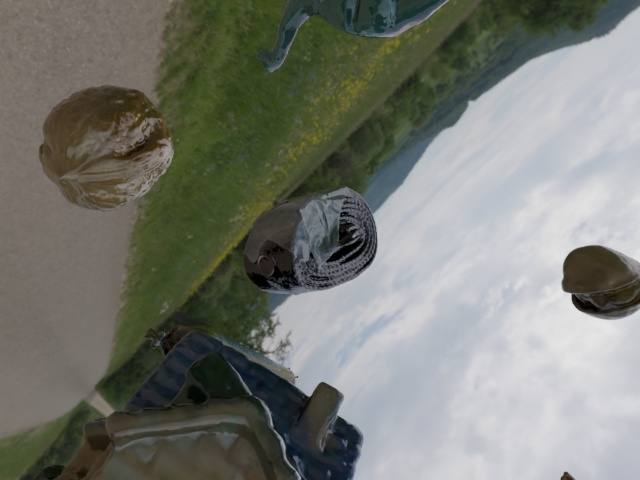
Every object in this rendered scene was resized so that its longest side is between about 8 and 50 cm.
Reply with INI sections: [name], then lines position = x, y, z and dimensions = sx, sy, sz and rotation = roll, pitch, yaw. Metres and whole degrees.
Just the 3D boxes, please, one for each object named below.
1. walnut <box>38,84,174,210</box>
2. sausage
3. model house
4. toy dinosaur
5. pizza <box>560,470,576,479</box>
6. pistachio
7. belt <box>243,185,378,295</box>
[walnut]
position = -0.283, -0.122, 0.632
dimensions = 0.155, 0.155, 0.184
rotation = -45, -170, 37
[sausage]
position = -0.199, 0.252, 0.926
dimensions = 0.117, 0.317, 0.125
rotation = -35, -145, 34
[model house]
position = -0.165, 0.310, 0.620
dimensions = 0.400, 0.395, 0.445
rotation = -55, 171, -16
[toy dinosaur]
position = 0.057, -0.349, 0.780
dimensions = 0.129, 0.383, 0.330
rotation = -45, 162, -36
[pizza]
position = 0.737, 0.780, 1.407
dimensions = 0.036, 0.176, 0.184
rotation = 116, -24, -43
[pistachio]
position = 0.413, 0.061, 0.691
dimensions = 0.113, 0.113, 0.149
rotation = -46, -174, 12
[belt]
position = 0.000, 0.000, 0.891
dimensions = 0.164, 0.184, 0.289
rotation = -8, -170, 38
